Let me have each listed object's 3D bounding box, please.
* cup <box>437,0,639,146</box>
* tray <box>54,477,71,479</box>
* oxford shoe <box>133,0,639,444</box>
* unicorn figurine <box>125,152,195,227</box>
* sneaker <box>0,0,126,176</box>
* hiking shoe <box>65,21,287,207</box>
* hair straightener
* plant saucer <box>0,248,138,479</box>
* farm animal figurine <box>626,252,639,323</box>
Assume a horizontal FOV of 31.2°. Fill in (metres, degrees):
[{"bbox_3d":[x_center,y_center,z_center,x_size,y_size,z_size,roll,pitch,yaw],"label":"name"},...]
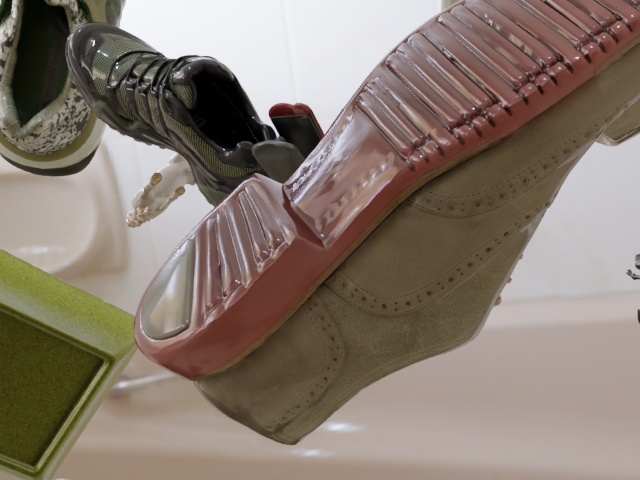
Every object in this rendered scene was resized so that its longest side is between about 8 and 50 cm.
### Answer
[{"bbox_3d":[0.227,-0.219,0.939,0.331,0.237,0.331,29,5,-3],"label":"cup"},{"bbox_3d":[-0.065,0.254,0.828,0.270,0.030,0.145,24,28,-29],"label":"tray"},{"bbox_3d":[0.068,-0.024,0.613,0.348,0.130,0.123,-37,30,11],"label":"oxford shoe"},{"bbox_3d":[-0.158,-0.066,1.266,0.162,0.060,0.111,-31,-5,-31],"label":"unicorn figurine"},{"bbox_3d":[-0.253,-0.266,1.137,0.158,0.411,0.182,6,3,-7],"label":"sneaker"},{"bbox_3d":[-0.113,-0.123,0.931,0.227,0.114,0.086,38,55,11],"label":"hiking shoe"},{"bbox_3d":[0.000,0.000,0.928,0.047,0.230,0.089,3,50,26],"label":"hair straightener"},{"bbox_3d":[-0.267,0.119,0.983,0.188,0.188,0.045,30,7,-28],"label":"plant saucer"},{"bbox_3d":[0.519,0.037,1.357,0.326,0.331,0.172,-5,-12,-34],"label":"farm animal figurine"}]
